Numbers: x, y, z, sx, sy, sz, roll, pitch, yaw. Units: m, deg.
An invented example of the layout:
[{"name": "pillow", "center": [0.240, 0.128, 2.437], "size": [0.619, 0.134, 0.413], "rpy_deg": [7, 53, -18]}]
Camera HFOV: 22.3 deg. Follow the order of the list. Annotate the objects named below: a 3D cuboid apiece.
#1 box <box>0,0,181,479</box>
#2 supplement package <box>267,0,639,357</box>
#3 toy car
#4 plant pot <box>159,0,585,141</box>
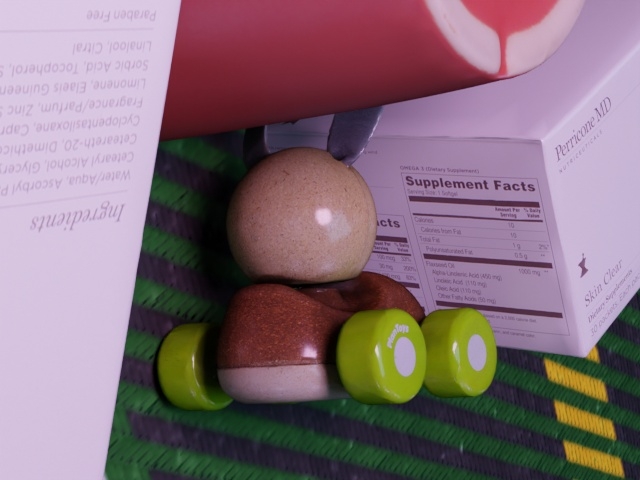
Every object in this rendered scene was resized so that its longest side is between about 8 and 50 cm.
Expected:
[{"name": "box", "center": [-0.188, -0.025, 0.539], "size": [0.168, 0.215, 0.345], "rpy_deg": [-11, 116, -53]}, {"name": "supplement package", "center": [0.125, -0.064, 1.045], "size": [0.262, 0.204, 0.145], "rpy_deg": [-43, 127, -43]}, {"name": "toy car", "center": [0.000, 0.000, 0.933], "size": [0.149, 0.155, 0.188], "rpy_deg": [3, 83, -55]}, {"name": "plant pot", "center": [-0.007, -0.179, 0.814], "size": [0.275, 0.243, 0.274], "rpy_deg": [-8, 100, -55]}]
